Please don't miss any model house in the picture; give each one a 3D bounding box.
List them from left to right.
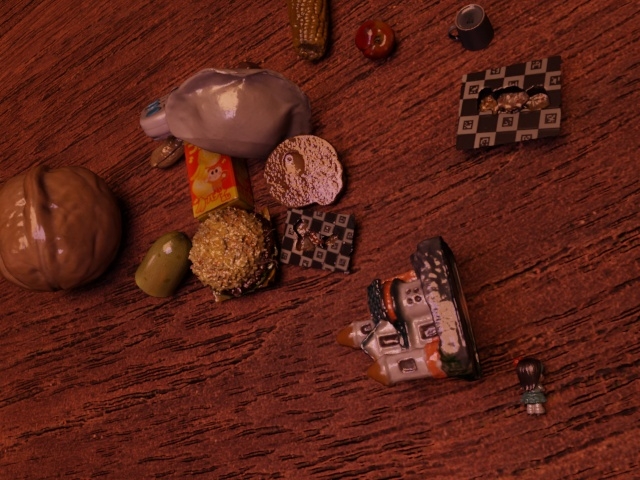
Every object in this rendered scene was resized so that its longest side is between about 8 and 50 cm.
[{"bbox_3d":[0.151,0.166,1.143,0.300,0.190,0.272,-19,68,23],"label":"model house"}]

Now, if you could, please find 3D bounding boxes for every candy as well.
[{"bbox_3d":[-0.279,-0.190,1.549,0.146,0.088,0.276,-25,64,20],"label":"candy"}]

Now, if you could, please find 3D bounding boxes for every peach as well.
[{"bbox_3d":[0.137,-0.500,1.422,0.100,0.100,0.101,-9,70,26],"label":"peach"}]

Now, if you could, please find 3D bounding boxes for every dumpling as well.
[{"bbox_3d":[-0.202,-0.322,1.400,0.340,0.260,0.181,25,54,9],"label":"dumpling"}]

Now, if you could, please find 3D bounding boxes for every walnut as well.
[{"bbox_3d":[-0.748,-0.032,1.619,0.380,0.381,0.382,-9,70,26],"label":"walnut"}]

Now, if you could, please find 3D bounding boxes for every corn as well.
[{"bbox_3d":[-0.038,-0.655,1.552,0.120,0.120,0.364,-14,72,24],"label":"corn"}]

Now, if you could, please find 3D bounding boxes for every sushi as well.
[{"bbox_3d":[0.000,0.000,1.369,0.200,0.031,0.139,9,89,31],"label":"sushi"},{"bbox_3d":[0.408,-0.281,1.226,0.215,0.050,0.192,-3,69,33],"label":"sushi"}]

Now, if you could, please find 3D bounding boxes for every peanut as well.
[{"bbox_3d":[-0.429,-0.271,1.666,0.174,0.080,0.080,-37,60,17],"label":"peanut"}]

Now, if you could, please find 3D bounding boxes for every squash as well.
[{"bbox_3d":[-0.394,0.051,1.491,0.187,0.123,0.123,-50,56,30],"label":"squash"}]

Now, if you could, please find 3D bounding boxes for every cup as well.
[{"bbox_3d":[0.340,-0.488,1.313,0.100,0.077,0.078,-5,72,28],"label":"cup"}]

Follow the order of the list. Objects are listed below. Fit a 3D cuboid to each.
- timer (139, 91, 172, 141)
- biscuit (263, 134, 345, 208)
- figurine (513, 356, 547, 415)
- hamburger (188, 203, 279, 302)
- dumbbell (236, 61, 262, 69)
[{"bbox_3d":[-0.381,-0.366,1.587,0.236,0.087,0.262,-26,27,-3],"label":"timer"},{"bbox_3d":[-0.038,-0.167,1.410,0.208,0.049,0.181,-8,89,22],"label":"biscuit"},{"bbox_3d":[0.392,0.271,1.065,0.060,0.047,0.106,-24,66,60],"label":"figurine"},{"bbox_3d":[-0.212,0.026,1.413,0.261,0.138,0.243,-21,65,22],"label":"hamburger"},{"bbox_3d":[-0.146,-0.408,1.549,0.230,0.082,0.092,38,93,32],"label":"dumbbell"}]
